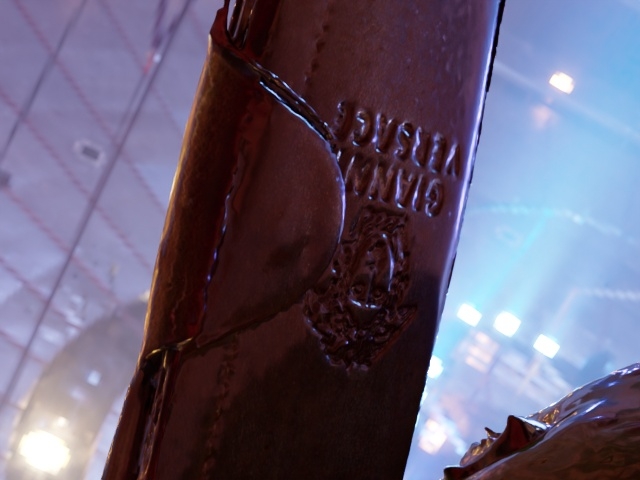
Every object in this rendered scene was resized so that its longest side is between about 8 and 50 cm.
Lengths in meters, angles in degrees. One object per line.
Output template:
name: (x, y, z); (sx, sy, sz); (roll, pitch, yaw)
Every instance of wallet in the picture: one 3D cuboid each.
wallet: (0.000, 0.000, 0.456); (0.031, 0.255, 0.137); (12, 179, 31)

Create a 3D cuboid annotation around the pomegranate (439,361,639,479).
pomegranate: (0.137, 0.167, 0.562); (0.270, 0.254, 0.254); (47, -155, -12)
